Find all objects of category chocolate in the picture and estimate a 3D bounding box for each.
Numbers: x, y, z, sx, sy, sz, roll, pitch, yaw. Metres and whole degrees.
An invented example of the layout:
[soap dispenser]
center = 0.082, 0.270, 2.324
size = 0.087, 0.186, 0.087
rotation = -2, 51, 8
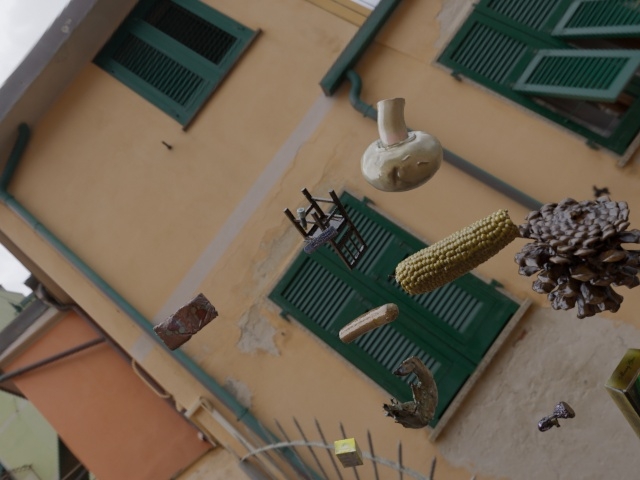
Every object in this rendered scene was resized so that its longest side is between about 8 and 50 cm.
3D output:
[chocolate]
center = 0.834, 0.641, 1.602
size = 0.147, 0.072, 0.070
rotation = -61, 19, 24

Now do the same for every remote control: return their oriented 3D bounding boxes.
[remote control]
center = 0.000, -0.001, 1.820
size = 0.152, 0.043, 0.027
rotation = -37, -24, 9

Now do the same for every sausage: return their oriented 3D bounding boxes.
[sausage]
center = 0.156, 0.271, 1.480
size = 0.066, 0.066, 0.301
rotation = -39, -1, -40

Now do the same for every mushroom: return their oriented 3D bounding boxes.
[mushroom]
center = 0.307, -0.340, 1.742
size = 0.315, 0.315, 0.356
rotation = 79, -174, -66

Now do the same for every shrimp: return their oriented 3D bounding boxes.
[shrimp]
center = 0.316, 0.537, 1.578
size = 0.085, 0.246, 0.360
rotation = -16, -16, 39

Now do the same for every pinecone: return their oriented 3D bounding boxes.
[pinecone]
center = 0.792, 0.067, 1.381
size = 0.384, 0.384, 0.384
rotation = -47, -19, -22

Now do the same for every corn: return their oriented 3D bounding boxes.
[corn]
center = 0.309, 0.038, 1.046
size = 0.310, 0.101, 0.101
rotation = -29, -12, 16

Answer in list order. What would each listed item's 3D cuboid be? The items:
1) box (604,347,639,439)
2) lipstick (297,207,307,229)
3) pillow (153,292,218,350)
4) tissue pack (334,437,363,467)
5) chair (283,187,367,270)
[box]
center = 0.894, 0.438, 1.227
size = 0.159, 0.240, 0.071
rotation = -41, 11, -18
[lipstick]
center = -0.079, -0.092, 2.049
size = 0.037, 0.037, 0.116
rotation = -42, -45, -35
[pillow]
center = -0.554, 0.338, 1.870
size = 0.248, 0.135, 0.049
rotation = -40, -15, -27
[tissue pack]
center = 0.130, 0.966, 2.040
size = 0.062, 0.095, 0.176
rotation = -95, -12, -47
[chair]
center = 0.034, -0.058, 2.361
size = 0.203, 0.241, 0.416
rotation = -53, -52, -27
